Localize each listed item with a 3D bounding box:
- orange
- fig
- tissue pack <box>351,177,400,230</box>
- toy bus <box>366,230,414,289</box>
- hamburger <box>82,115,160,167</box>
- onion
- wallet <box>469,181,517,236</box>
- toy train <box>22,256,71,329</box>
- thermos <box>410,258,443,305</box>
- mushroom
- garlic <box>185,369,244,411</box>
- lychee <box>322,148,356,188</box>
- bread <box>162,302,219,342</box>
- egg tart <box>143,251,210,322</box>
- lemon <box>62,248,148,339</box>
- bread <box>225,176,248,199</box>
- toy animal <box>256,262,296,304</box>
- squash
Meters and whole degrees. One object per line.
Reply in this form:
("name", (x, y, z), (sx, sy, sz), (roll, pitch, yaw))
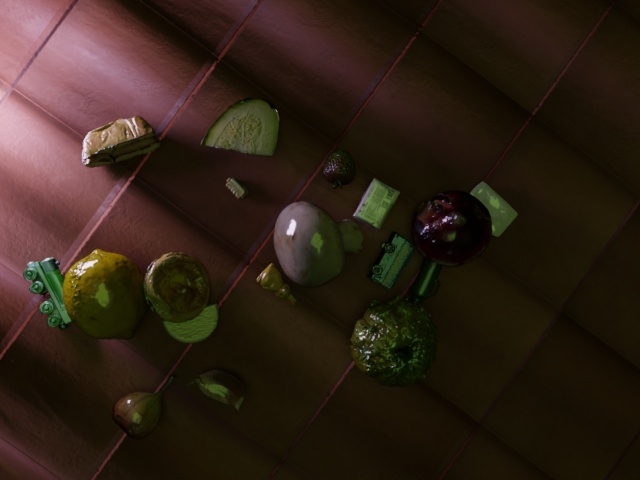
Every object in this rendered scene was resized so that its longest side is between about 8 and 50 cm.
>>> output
("orange", (0.257, 0.343, 1.796), (0.300, 0.223, 0.301), (39, 89, -8))
("fig", (-0.584, 0.548, 1.795), (0.160, 0.143, 0.230), (38, 90, 28))
("tissue pack", (0.188, -0.123, 1.841), (0.106, 0.099, 0.148), (29, 90, -1))
("toy bus", (0.244, 0.068, 1.854), (0.106, 0.090, 0.184), (29, 91, -3))
("hamburger", (-0.676, -0.331, 1.794), (0.262, 0.124, 0.130), (-21, 74, -6))
("onion", (0.434, -0.054, 1.787), (0.272, 0.195, 0.272), (-3, 67, 8))
("wallet", (0.593, -0.108, 1.895), (0.183, 0.032, 0.124), (41, 90, -1))
("toy train", (-0.893, 0.175, 1.808), (0.119, 0.085, 0.251), (-25, 94, -8))
("thermos", (0.370, 0.139, 1.870), (0.083, 0.073, 0.187), (24, 91, -3))
("mushroom", (0.000, 0.000, 1.756), (0.290, 0.297, 0.297), (-19, 92, -24))
("garlic", (-0.348, 0.492, 1.813), (0.198, 0.128, 0.090), (28, 106, -6))
("lychee", (0.064, -0.240, 1.828), (0.114, 0.114, 0.146), (3, 71, -3))
("bread", (-0.433, 0.295, 1.853), (0.193, 0.036, 0.112), (-19, 97, -6))
("egg tart", (-0.481, 0.156, 1.790), (0.241, 0.106, 0.240), (9, 77, -42))
("lemon", (-0.683, 0.181, 1.727), (0.258, 0.258, 0.310), (-20, 99, -2))
("bread", (-0.287, -0.180, 1.850), (0.088, 0.034, 0.049), (44, 103, 1))
("toy animal", (-0.138, 0.159, 1.850), (0.159, 0.070, 0.083), (44, 87, -8))
("squash", (-0.251, -0.387, 1.791), (0.237, 0.204, 0.155), (12, 113, -2))
